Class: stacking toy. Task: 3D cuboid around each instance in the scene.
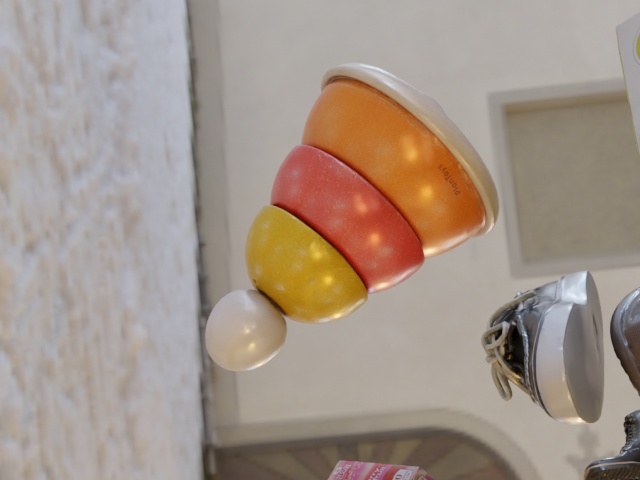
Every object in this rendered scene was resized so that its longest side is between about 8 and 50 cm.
[{"bbox_3d":[0.000,0.000,2.045,0.350,0.480,0.350,41,-15,13],"label":"stacking toy"}]

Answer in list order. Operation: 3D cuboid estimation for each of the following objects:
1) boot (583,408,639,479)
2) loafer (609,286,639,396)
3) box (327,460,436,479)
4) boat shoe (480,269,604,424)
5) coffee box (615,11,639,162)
[{"bbox_3d":[0.485,0.329,2.163,0.137,0.198,0.077,-112,-148,-43],"label":"boot"},{"bbox_3d":[0.412,0.060,1.323,0.130,0.366,0.133,-40,-102,44],"label":"loafer"},{"bbox_3d":[0.025,0.310,1.067,0.257,0.123,0.128,-58,-158,-22],"label":"box"},{"bbox_3d":[0.209,0.099,1.302,0.306,0.105,0.113,-55,131,-69],"label":"boat shoe"},{"bbox_3d":[0.583,-0.134,1.585,0.338,0.334,0.338,40,34,-30],"label":"coffee box"}]
